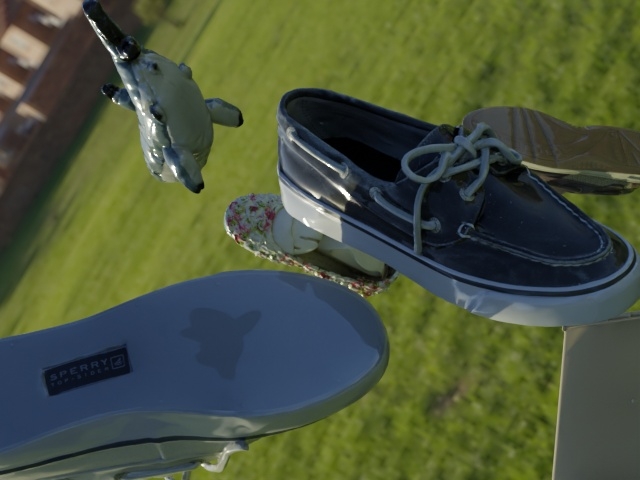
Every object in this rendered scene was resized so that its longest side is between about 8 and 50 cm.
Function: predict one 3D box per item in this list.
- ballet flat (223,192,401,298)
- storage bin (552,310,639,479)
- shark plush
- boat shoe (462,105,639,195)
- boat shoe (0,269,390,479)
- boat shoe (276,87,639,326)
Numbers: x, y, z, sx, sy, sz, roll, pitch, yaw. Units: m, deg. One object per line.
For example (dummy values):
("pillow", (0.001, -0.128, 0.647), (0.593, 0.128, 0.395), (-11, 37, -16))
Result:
("ballet flat", (0.000, 0.000, 1.794), (0.077, 0.241, 0.091), (-10, 63, 54))
("storage bin", (0.454, 0.234, 2.037), (0.260, 0.123, 0.262), (-12, 59, 41))
("shark plush", (-0.120, -0.090, 1.006), (0.067, 0.161, 0.073), (6, 65, 33))
("boat shoe", (0.311, -0.106, 1.980), (0.092, 0.285, 0.103), (115, 154, -47))
("boat shoe", (-0.124, 0.134, 1.170), (0.156, 0.367, 0.136), (80, 175, -59))
("boat shoe", (0.094, -0.037, 1.087), (0.306, 0.105, 0.113), (28, 50, 35))
